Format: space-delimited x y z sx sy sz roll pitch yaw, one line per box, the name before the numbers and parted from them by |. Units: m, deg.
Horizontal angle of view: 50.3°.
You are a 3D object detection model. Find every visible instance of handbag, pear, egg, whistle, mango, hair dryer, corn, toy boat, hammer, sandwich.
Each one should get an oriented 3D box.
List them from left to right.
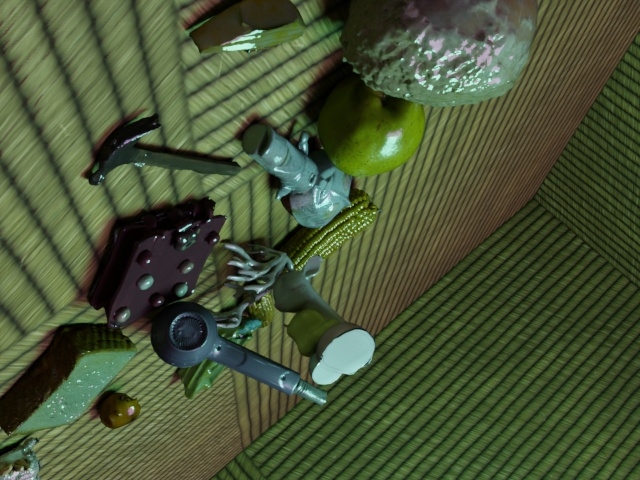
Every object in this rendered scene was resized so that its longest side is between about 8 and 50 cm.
sandwich | -0.441 0.242 1.193 0.214 0.065 0.186 -47 162 6
mango | -0.435 0.368 1.459 0.127 0.077 0.063 -43 -168 44
handbag | -0.262 0.036 1.122 0.203 0.074 0.216 -23 153 -53
hammer | -0.206 -0.115 0.995 0.125 0.027 0.297 -46 162 17
toy boat | -0.248 0.262 1.631 0.276 0.084 0.111 -51 164 27
hair dryer | -0.155 0.236 1.306 0.121 0.361 0.301 -64 -172 -16
toy boat | -0.086 -0.271 0.869 0.172 0.065 0.066 -25 173 -40
corn | -0.147 0.158 1.635 0.068 0.068 0.207 -39 160 -16
whistle | -0.035 -0.117 1.227 0.142 0.133 0.346 -44 152 8
corn | -0.002 -0.004 1.556 0.313 0.102 0.102 -40 161 -12
pear | 0.086 -0.205 1.187 0.198 0.198 0.198 -39 161 -17
egg | 0.183 -0.327 1.019 0.310 0.279 0.279 -9 148 -18

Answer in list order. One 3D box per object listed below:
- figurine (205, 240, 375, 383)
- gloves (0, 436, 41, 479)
figurine | -0.068 0.134 1.385 0.284 0.316 0.206 -7 129 -44
gloves | -0.582 0.452 1.296 0.110 0.094 0.144 -32 140 -57
